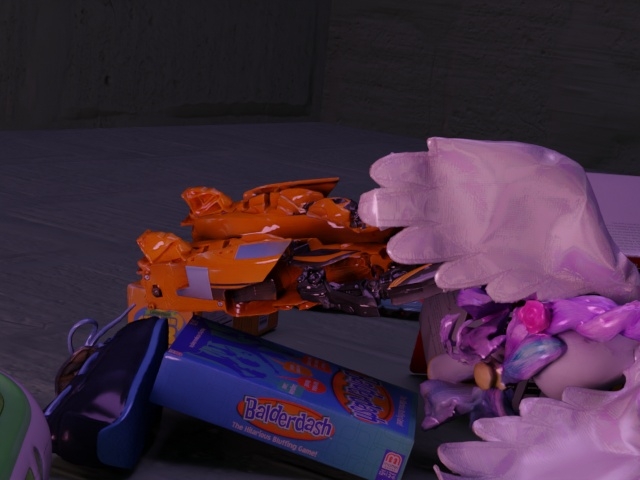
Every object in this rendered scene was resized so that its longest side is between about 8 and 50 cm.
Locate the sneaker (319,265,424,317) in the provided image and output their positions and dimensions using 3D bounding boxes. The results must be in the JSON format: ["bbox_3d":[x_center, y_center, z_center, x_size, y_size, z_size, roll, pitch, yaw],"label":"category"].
[{"bbox_3d":[0.091,0.022,2.123,0.262,0.125,0.104,4,10,-10],"label":"sneaker"}]

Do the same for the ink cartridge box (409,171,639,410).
[{"bbox_3d":[0.262,0.078,1.734,0.309,0.272,0.130,3,40,-11],"label":"ink cartridge box"}]

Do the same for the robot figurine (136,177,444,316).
[{"bbox_3d":[0.000,0.000,1.565,0.291,0.085,0.211,-5,23,21],"label":"robot figurine"}]

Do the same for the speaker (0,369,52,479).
[{"bbox_3d":[-0.235,0.159,1.105,0.131,0.131,0.296,5,9,-4],"label":"speaker"}]

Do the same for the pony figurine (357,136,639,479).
[{"bbox_3d":[0.202,0.079,1.370,0.351,0.302,0.363,-8,-16,-16],"label":"pony figurine"}]

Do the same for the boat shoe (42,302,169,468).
[{"bbox_3d":[-0.177,0.111,1.495,0.089,0.109,0.258,3,7,4],"label":"boat shoe"}]

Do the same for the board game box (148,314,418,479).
[{"bbox_3d":[-0.025,0.130,1.507,0.210,0.047,0.160,20,10,0],"label":"board game box"}]

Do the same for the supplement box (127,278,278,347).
[{"bbox_3d":[-0.117,0.068,1.877,0.078,0.080,0.233,8,8,20],"label":"supplement box"}]
